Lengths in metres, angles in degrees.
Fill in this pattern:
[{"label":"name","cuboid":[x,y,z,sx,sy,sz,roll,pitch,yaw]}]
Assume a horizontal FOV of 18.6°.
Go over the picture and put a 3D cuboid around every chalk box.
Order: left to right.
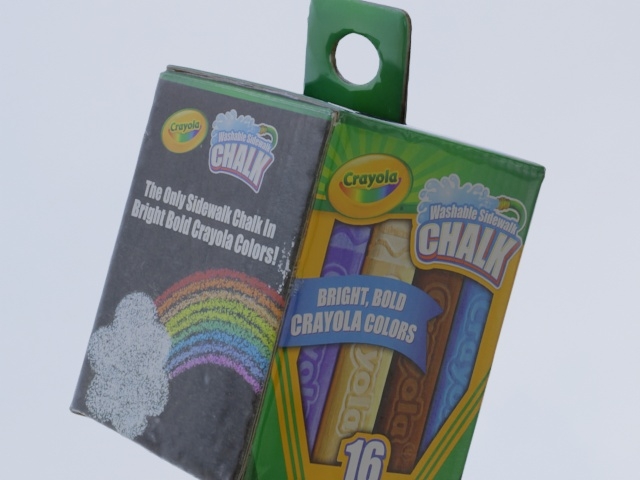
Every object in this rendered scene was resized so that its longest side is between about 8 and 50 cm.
[{"label":"chalk box","cuboid":[0.000,0.000,1.173,0.179,0.180,0.289,14,-86,-41]}]
